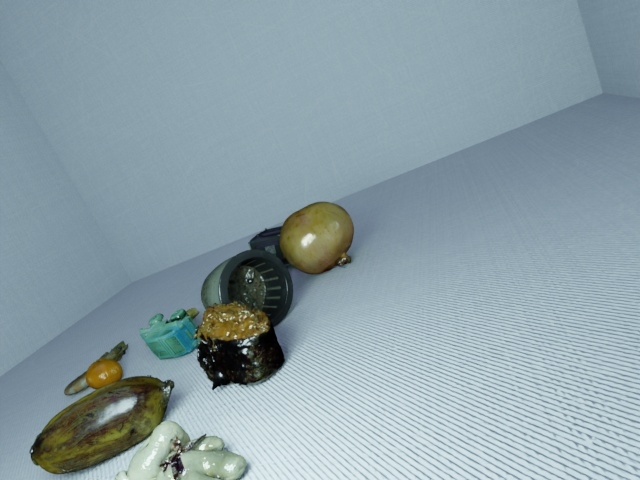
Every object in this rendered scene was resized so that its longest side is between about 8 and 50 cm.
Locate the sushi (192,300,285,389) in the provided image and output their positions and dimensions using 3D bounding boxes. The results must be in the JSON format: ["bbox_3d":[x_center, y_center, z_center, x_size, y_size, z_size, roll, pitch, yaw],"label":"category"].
[{"bbox_3d":[-0.266,0.316,1.383,0.234,0.208,0.348,-28,17,-35],"label":"sushi"}]

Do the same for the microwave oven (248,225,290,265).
[{"bbox_3d":[-0.184,0.017,2.311,0.294,0.181,0.237,-12,12,15],"label":"microwave oven"}]

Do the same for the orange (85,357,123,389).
[{"bbox_3d":[-0.869,0.533,1.822,0.135,0.118,0.135,-29,17,10],"label":"orange"}]

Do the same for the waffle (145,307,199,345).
[{"bbox_3d":[-0.684,0.399,2.092,0.261,0.056,0.250,-34,7,-37],"label":"waffle"}]

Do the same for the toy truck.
[{"bbox_3d":[-0.609,0.386,1.844,0.278,0.155,0.156,-16,24,34],"label":"toy truck"}]

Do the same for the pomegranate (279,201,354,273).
[{"bbox_3d":[0.000,0.000,1.963,0.338,0.338,0.338,-24,13,6],"label":"pomegranate"}]

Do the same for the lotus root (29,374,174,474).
[{"bbox_3d":[-0.603,0.505,1.287,0.397,0.179,0.196,-22,28,-14],"label":"lotus root"}]

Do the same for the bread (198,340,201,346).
[{"bbox_3d":[-0.395,0.389,1.680,0.049,0.103,0.062,-26,52,50],"label":"bread"}]

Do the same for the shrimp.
[{"bbox_3d":[-0.986,0.564,2.013,0.168,0.077,0.317,-17,19,42],"label":"shrimp"}]

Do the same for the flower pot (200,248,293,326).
[{"bbox_3d":[-0.305,0.203,1.751,0.293,0.294,0.330,-34,9,-33],"label":"flower pot"}]

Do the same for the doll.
[{"bbox_3d":[-0.293,0.478,0.981,0.278,0.150,0.175,-3,-10,29],"label":"doll"}]
